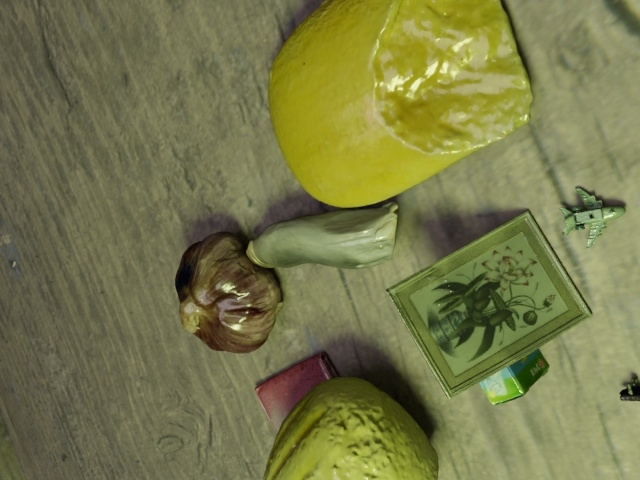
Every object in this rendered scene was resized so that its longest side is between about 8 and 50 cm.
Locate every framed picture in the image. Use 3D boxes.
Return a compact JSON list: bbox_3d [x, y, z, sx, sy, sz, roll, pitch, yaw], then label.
[{"bbox_3d":[0.229,0.085,0.898,0.173,0.231,0.010,59,176,8],"label":"framed picture"}]

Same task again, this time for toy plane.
[{"bbox_3d":[0.349,-0.031,0.849,0.083,0.033,0.080,-13,81,42],"label":"toy plane"}]

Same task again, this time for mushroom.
[{"bbox_3d":[-0.002,-0.001,1.113,0.351,0.109,0.097,-6,67,43],"label":"mushroom"}]

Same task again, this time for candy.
[{"bbox_3d":[0.240,0.127,0.950,0.062,0.097,0.195,-37,79,40],"label":"candy"}]

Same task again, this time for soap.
[{"bbox_3d":[0.077,-0.219,0.967,0.427,0.115,0.306,-24,91,42],"label":"soap"}]

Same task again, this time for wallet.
[{"bbox_3d":[-0.040,0.309,1.298,0.232,0.025,0.119,-36,81,42],"label":"wallet"}]

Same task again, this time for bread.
[{"bbox_3d":[0.033,0.385,1.076,0.237,0.320,0.320,32,127,-3],"label":"bread"}]

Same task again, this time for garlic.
[{"bbox_3d":[-0.194,0.109,1.273,0.245,0.160,0.245,14,112,37],"label":"garlic"}]

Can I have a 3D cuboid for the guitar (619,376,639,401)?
[{"bbox_3d":[0.490,0.188,0.781,0.271,0.083,0.038,-1,100,47],"label":"guitar"}]
